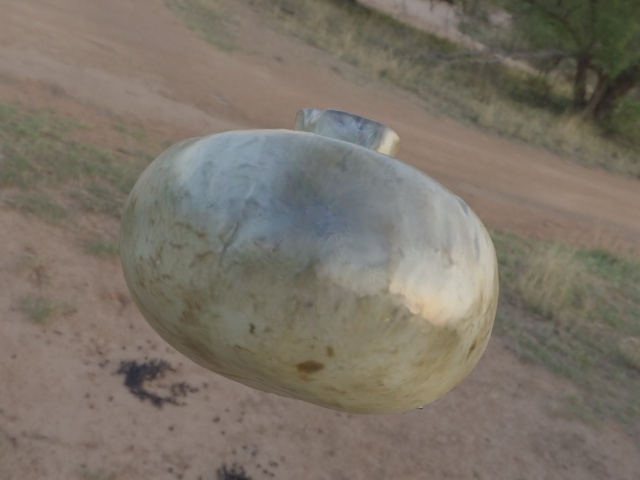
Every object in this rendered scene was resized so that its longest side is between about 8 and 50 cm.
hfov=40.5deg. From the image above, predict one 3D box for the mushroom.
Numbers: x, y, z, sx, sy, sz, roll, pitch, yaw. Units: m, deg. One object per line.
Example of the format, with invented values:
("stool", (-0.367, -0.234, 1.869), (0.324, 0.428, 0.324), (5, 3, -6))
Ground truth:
("mushroom", (0.000, 0.000, 0.550), (0.253, 0.195, 0.189), (19, -13, -3))
